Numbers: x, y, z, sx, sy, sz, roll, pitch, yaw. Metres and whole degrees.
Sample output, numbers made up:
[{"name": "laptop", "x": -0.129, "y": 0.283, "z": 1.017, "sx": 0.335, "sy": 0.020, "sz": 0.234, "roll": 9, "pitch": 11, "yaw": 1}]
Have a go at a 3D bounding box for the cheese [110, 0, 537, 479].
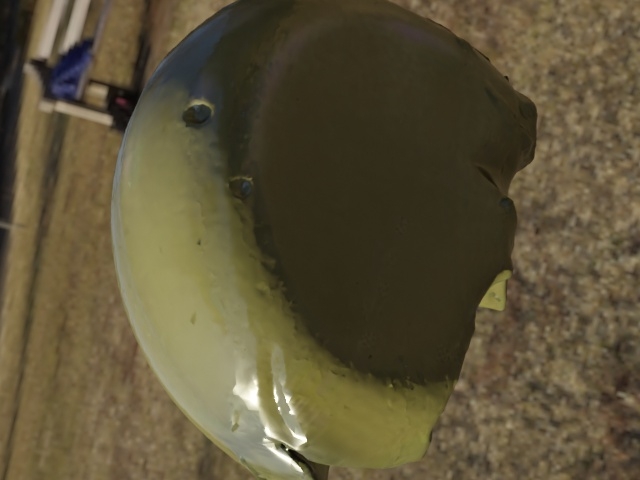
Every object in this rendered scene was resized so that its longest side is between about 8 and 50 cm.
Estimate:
[{"name": "cheese", "x": 0.000, "y": 0.000, "z": 0.503, "sx": 0.091, "sy": 0.175, "sz": 0.202, "roll": -38, "pitch": 34, "yaw": 53}]
